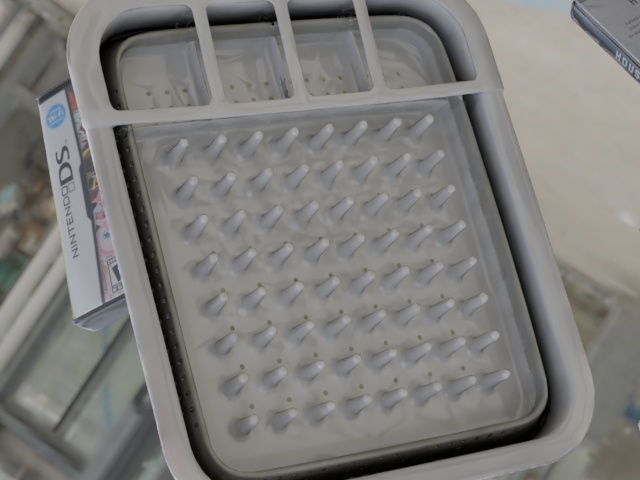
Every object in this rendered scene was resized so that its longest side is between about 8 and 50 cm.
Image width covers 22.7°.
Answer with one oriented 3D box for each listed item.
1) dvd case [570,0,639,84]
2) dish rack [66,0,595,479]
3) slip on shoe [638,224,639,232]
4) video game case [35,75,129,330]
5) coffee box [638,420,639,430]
[{"bbox_3d":[0.354,-0.160,1.343,0.238,0.179,0.029,50,159,28],"label":"dvd case"},{"bbox_3d":[0.000,0.000,0.974,0.285,0.333,0.072,-7,162,-27],"label":"dish rack"},{"bbox_3d":[0.317,-0.014,1.341,0.051,0.041,0.135,55,161,0],"label":"slip on shoe"},{"bbox_3d":[-0.131,-0.083,1.438,0.035,0.275,0.248,26,-137,-53],"label":"video game case"},{"bbox_3d":[0.422,0.224,1.473,0.297,0.119,0.168,140,113,-76],"label":"coffee box"}]
